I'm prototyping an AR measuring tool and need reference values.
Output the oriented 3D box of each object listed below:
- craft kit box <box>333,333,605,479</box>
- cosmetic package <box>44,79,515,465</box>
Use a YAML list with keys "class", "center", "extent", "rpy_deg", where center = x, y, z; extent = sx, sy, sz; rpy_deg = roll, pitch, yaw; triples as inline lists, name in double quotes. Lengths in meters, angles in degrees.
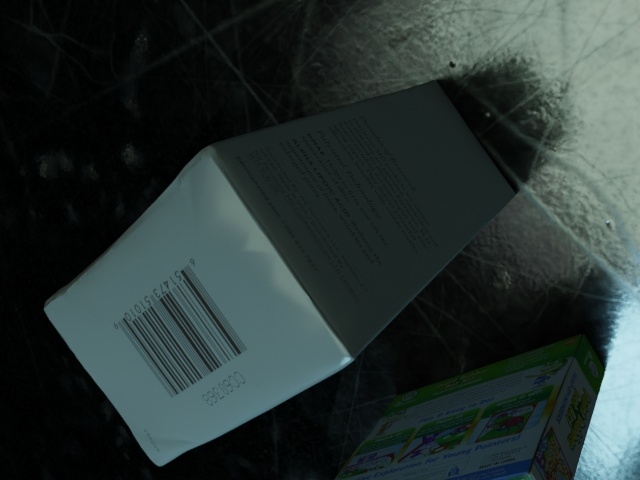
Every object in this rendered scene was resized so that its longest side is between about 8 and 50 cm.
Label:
- class: "craft kit box"
  center: [0.135, 0.201, 0.664]
  extent: [0.250, 0.247, 0.061]
  rpy_deg: [-29, 95, 35]
- class: "cosmetic package"
  center: [0.000, 0.000, 0.585]
  extent: [0.217, 0.385, 0.156]
  rpy_deg: [-36, 89, 33]
